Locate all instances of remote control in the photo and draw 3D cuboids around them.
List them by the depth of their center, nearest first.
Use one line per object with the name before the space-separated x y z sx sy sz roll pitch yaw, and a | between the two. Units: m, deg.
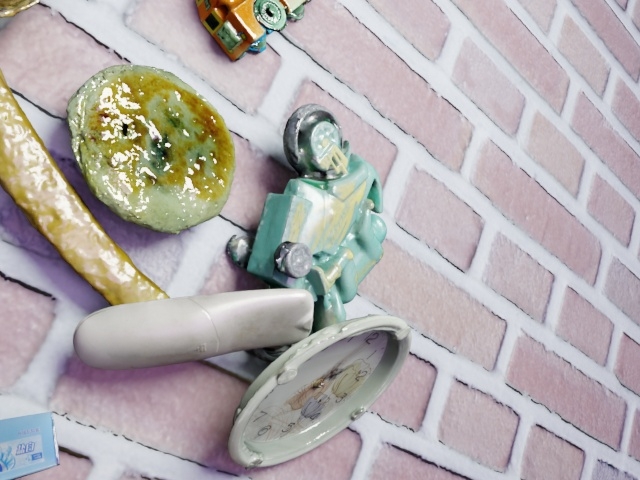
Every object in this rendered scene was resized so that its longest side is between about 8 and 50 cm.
remote control | -0.116 0.091 0.509 0.229 0.044 0.073 -3 121 -16

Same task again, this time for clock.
clock | -0.004 0.158 0.581 0.236 0.053 0.236 -26 141 -23

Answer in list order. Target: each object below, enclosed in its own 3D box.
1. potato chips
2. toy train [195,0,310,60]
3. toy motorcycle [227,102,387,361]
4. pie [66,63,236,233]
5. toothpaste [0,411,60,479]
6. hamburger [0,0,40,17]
potato chips | -0.241 -0.038 0.496 0.080 0.057 0.407 -41 108 -31
toy train | -0.062 -0.301 0.628 0.099 0.072 0.188 47 64 -14
toy motorcycle | 0.000 0.002 0.633 0.198 0.109 0.296 20 83 -43
pie | -0.162 -0.096 0.535 0.187 0.041 0.186 21 61 -44
toothpaste | -0.312 0.165 0.347 0.272 0.066 0.053 20 52 -65
hamburger | -0.321 -0.320 0.390 0.319 0.158 0.318 7 74 -26
